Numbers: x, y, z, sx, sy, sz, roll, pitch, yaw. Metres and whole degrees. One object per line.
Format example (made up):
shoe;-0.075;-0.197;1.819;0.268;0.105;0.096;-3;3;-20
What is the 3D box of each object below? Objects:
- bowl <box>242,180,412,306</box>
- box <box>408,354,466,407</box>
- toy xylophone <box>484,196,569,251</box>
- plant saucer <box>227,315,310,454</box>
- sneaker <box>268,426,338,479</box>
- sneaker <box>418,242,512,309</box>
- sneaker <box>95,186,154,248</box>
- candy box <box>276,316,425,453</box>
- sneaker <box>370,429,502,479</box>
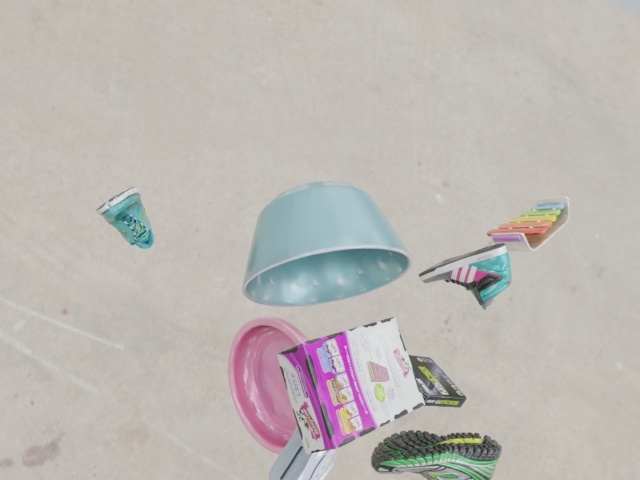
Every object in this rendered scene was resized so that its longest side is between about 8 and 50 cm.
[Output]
bowl;0.000;0.000;1.134;0.312;0.311;0.163;0;67;-27
box;0.316;0.417;1.822;0.184;0.045;0.190;18;20;-39
toy xylophone;0.663;-0.045;1.985;0.323;0.236;0.081;-34;111;-43
plant saucer;-0.092;0.343;1.476;0.084;0.332;0.332;-8;65;-47
sneaker;0.002;0.370;1.141;0.094;0.091;0.258;25;64;38
sneaker;0.458;0.132;1.877;0.124;0.296;0.178;-22;91;-54
sneaker;-0.449;-0.048;1.461;0.107;0.275;0.110;-34;82;-9
candy box;0.053;0.223;0.974;0.234;0.071;0.159;-6;74;-47
sneaker;0.290;0.568;1.525;0.344;0.134;0.146;7;96;-14
